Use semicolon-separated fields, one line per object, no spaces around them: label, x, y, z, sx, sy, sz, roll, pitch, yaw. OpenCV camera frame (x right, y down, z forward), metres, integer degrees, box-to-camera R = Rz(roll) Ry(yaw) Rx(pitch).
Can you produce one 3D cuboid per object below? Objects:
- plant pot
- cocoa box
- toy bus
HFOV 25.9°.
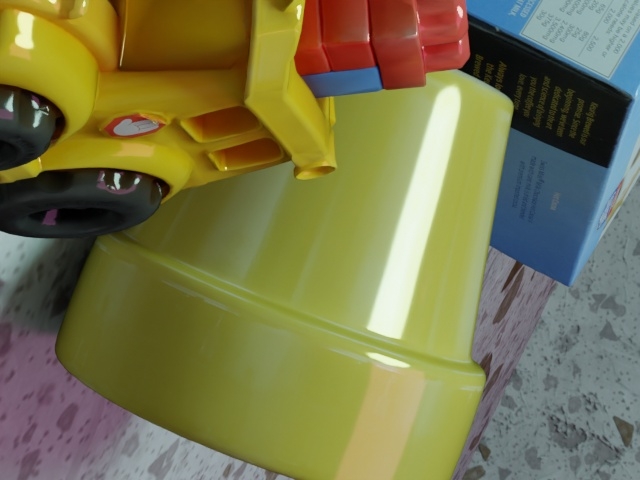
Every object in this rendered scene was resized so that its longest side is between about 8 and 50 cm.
plant pot;0.000;0.000;0.840;0.239;0.254;0.254;-68;162;2
cocoa box;0.157;-0.159;1.023;0.231;0.228;0.347;-57;166;-16
toy bus;-0.052;-0.094;0.532;0.220;0.212;0.149;49;37;-73
